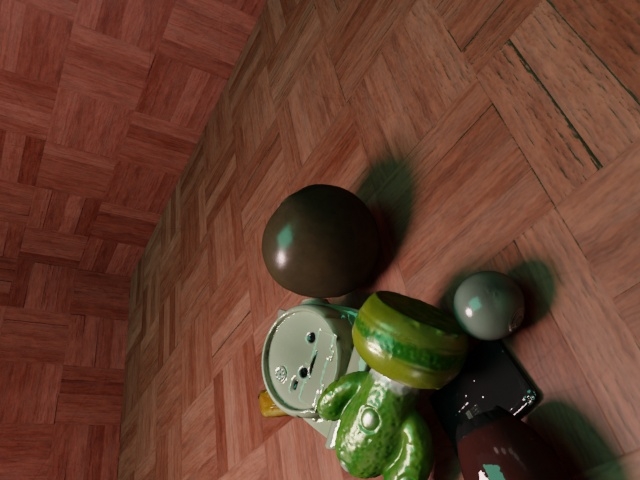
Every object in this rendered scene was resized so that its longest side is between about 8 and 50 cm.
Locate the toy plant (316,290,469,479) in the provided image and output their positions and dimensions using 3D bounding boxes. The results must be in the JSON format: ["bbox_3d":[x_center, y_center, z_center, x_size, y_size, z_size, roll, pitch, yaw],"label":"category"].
[{"bbox_3d":[0.106,0.255,0.847,0.224,0.184,0.316,24,100,32],"label":"toy plant"}]

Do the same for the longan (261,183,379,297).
[{"bbox_3d":[0.000,0.000,1.087,0.258,0.258,0.258,-31,53,52],"label":"longan"}]

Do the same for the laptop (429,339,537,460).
[{"bbox_3d":[0.247,0.247,0.804,0.180,0.016,0.129,-58,35,28],"label":"laptop"}]

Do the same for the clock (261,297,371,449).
[{"bbox_3d":[-0.011,0.254,1.070,0.324,0.109,0.265,14,89,43],"label":"clock"}]

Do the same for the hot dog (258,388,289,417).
[{"bbox_3d":[-0.060,0.376,1.232,0.289,0.068,0.083,-29,75,47],"label":"hot dog"}]

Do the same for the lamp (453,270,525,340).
[{"bbox_3d":[0.252,0.098,0.768,0.105,0.105,0.105,-31,53,52],"label":"lamp"}]

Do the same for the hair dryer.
[{"bbox_3d":[0.236,0.425,0.697,0.312,0.123,0.340,66,146,32],"label":"hair dryer"}]
